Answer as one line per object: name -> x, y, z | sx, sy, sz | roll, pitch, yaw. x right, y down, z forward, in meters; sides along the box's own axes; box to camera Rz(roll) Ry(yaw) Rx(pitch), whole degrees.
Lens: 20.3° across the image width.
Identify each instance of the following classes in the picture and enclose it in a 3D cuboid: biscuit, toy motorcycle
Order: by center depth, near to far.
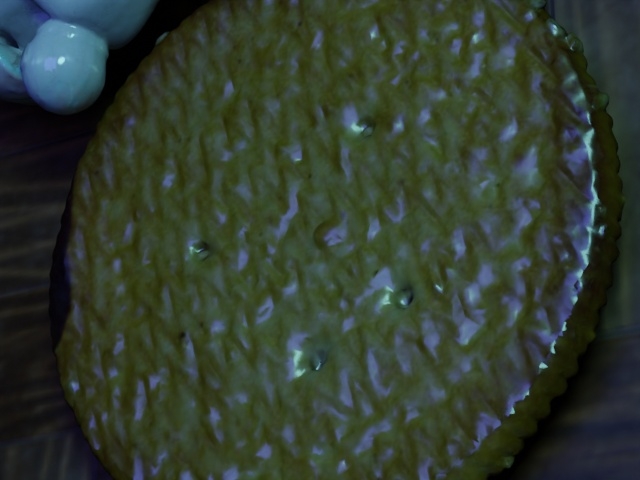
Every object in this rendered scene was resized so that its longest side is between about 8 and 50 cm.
biscuit -> 0.000, 0.000, 0.828 | 0.305, 0.038, 0.305 | -12, 65, 29
toy motorcycle -> -0.124, -0.141, 0.921 | 0.260, 0.110, 0.171 | -17, 59, 35
